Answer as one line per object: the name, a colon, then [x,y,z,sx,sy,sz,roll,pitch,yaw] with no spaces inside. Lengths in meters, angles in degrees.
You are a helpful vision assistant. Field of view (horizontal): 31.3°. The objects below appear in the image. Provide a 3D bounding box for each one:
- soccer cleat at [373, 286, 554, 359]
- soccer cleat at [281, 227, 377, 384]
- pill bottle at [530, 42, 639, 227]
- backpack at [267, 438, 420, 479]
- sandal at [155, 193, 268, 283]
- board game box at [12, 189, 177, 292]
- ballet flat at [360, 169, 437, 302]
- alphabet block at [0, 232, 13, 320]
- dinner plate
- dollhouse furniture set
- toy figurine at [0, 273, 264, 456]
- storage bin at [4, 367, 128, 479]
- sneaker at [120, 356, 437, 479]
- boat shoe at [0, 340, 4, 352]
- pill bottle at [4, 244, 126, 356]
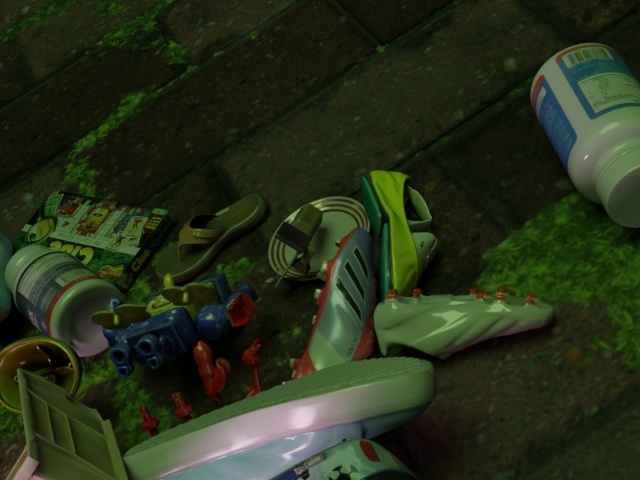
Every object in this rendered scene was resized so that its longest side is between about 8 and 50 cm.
soccer cleat: [0.156,0.092,1.249,0.196,0.076,0.068,-1,7,12]
soccer cleat: [0.031,0.099,1.298,0.095,0.083,0.248,15,60,9]
pill bottle: [0.328,-0.118,1.296,0.124,0.124,0.221,-24,42,9]
backpack: [0.010,0.315,0.973,0.263,0.276,0.213,-32,35,10]
sandal: [-0.153,-0.012,1.542,0.180,0.049,0.072,-37,41,-6]
board game box: [-0.340,-0.003,1.664,0.260,0.030,0.136,10,58,38]
ballet flat: [0.099,-0.007,1.372,0.077,0.077,0.231,-3,41,-5]
alphabet block: [-0.567,0.051,1.592,0.197,0.193,0.192,-36,32,10]
dinner plate: [0.000,0.000,1.461,0.141,0.017,0.141,-17,43,17]
dollhouse furniture set: [-0.019,0.019,1.436,0.081,0.091,0.114,-57,1,32]
toy figurine: [-0.189,0.135,1.394,0.363,0.191,0.217,-19,12,24]
storage bin: [-0.324,0.301,1.177,0.262,0.123,0.260,-57,22,3]
sneaker: [-0.028,0.228,1.172,0.366,0.150,0.135,-22,2,27]
boat shoe: [-0.475,0.140,1.601,0.035,0.035,0.100,-49,41,-7]
pill bottle: [-0.348,0.074,1.532,0.108,0.108,0.180,-45,42,-15]
